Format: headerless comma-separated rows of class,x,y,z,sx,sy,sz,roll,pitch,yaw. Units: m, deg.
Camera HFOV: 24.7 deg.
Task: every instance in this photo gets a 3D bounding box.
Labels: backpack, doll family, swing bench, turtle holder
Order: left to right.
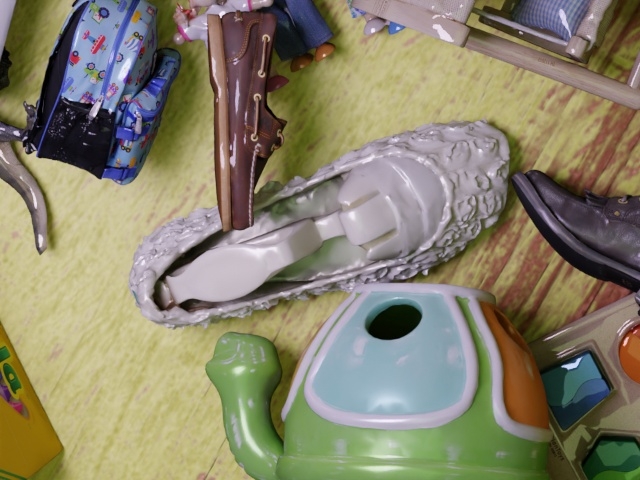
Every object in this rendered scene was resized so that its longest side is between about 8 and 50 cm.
backpack,-0.199,-0.164,1.400,0.117,0.158,0.173,20,120,-4
doll family,-0.019,-0.258,1.419,0.263,0.118,0.163,-24,108,15
turtle holder,0.069,0.161,1.407,0.320,0.243,0.227,-5,79,49
swing bench,0.191,-0.280,1.279,0.255,0.165,0.253,17,100,-15

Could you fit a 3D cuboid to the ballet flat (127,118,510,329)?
ballet flat,0.000,0.000,1.427,0.409,0.147,0.147,-21,93,8

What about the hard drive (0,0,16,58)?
hard drive,-0.378,-0.313,1.422,0.233,0.047,0.353,16,92,27

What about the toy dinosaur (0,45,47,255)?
toy dinosaur,-0.340,-0.121,1.488,0.268,0.064,0.118,46,115,1

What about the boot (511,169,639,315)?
boot,0.344,-0.048,1.412,0.263,0.091,0.229,39,88,12

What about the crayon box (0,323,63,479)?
crayon box,-0.413,0.099,1.392,0.106,0.313,0.363,-25,93,12

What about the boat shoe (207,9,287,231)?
boat shoe,-0.067,-0.111,1.364,0.073,0.073,0.207,-2,97,-8

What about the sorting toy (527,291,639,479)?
sorting toy,0.336,0.211,1.455,0.229,0.041,0.307,-28,92,9
